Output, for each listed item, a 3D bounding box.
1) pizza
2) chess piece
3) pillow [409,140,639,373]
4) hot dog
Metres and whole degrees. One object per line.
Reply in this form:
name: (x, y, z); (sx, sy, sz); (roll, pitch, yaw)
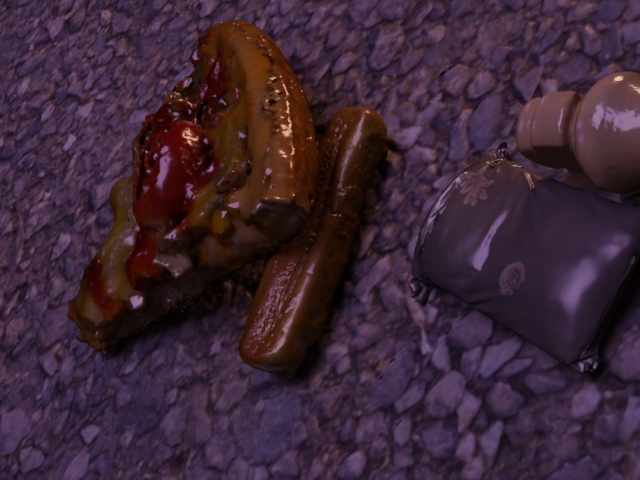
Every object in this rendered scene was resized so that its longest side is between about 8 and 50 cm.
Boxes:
pizza: (-0.162, -0.035, 1.523); (0.406, 0.130, 0.440); (-52, 25, 16)
chess piece: (0.312, -0.084, 1.086); (0.397, 0.117, 0.117); (6, 67, 49)
pillow: (0.172, 0.002, 1.222); (0.169, 0.059, 0.255); (-56, 36, -6)
hot dog: (-0.001, -0.001, 1.405); (0.088, 0.061, 0.286); (7, 69, 49)
